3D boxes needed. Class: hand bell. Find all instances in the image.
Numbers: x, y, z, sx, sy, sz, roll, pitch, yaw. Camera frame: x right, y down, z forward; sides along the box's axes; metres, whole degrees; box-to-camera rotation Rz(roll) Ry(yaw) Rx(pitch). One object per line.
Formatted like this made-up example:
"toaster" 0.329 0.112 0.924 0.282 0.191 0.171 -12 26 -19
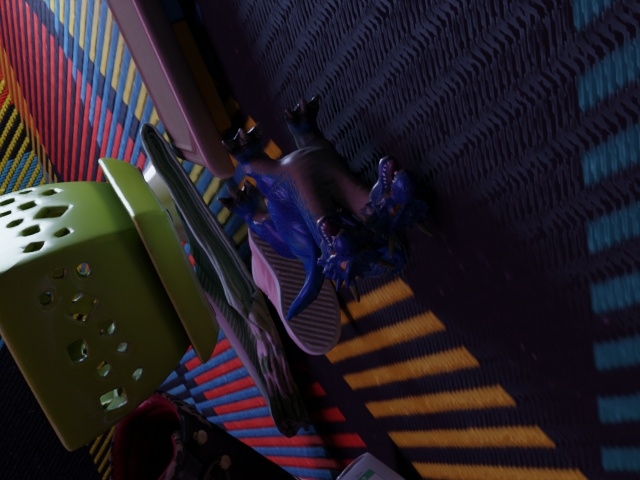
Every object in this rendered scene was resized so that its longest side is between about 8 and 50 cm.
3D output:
"hand bell" -0.276 0.001 1.554 0.126 0.242 0.126 57 165 24

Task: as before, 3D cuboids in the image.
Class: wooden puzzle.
"wooden puzzle" -0.144 -0.172 1.203 0.221 0.044 0.238 67 170 -16

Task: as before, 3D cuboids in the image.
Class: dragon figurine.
"dragon figurine" 0.000 0.000 0.892 0.144 0.085 0.289 60 164 17

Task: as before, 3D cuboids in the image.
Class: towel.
"towel" -0.100 0.055 1.378 0.248 0.038 0.325 57 171 30

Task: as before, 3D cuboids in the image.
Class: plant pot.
"plant pot" -0.245 0.051 1.421 0.228 0.207 0.227 46 161 60

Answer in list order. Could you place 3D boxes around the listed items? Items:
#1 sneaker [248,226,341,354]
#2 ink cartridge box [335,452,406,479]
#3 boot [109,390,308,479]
"sneaker" -0.022 0.043 1.122 0.134 0.051 0.070 63 168 18
"ink cartridge box" 0.114 0.307 1.144 0.224 0.056 0.181 31 149 32
"boot" -0.063 0.308 1.352 0.284 0.138 0.377 38 -175 -26
